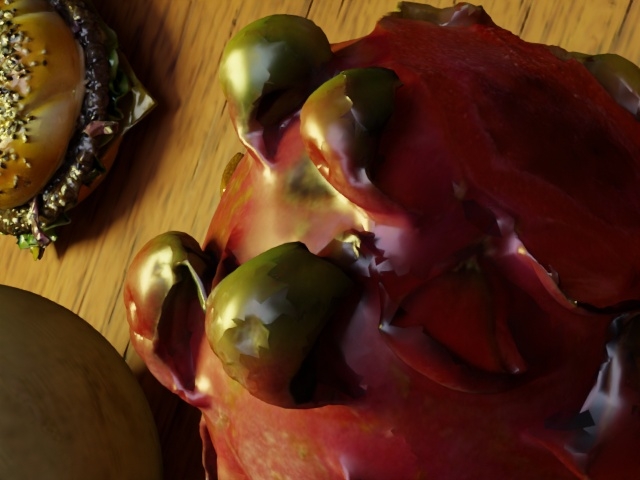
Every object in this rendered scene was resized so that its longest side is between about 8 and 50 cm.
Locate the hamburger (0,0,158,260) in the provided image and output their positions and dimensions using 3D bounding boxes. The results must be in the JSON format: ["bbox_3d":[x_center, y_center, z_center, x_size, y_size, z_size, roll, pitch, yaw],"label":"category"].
[{"bbox_3d":[-0.188,-0.087,1.014,0.189,0.093,0.164,48,114,42],"label":"hamburger"}]

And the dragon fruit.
[{"bbox_3d":[0.042,0.065,0.652,0.243,0.227,0.307,139,125,-65],"label":"dragon fruit"}]

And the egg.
[{"bbox_3d":[-0.212,0.146,0.894,0.295,0.218,0.218,-38,56,41],"label":"egg"}]

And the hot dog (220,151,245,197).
[{"bbox_3d":[0.000,0.000,0.843,0.071,0.045,0.165,-53,49,24],"label":"hot dog"}]
